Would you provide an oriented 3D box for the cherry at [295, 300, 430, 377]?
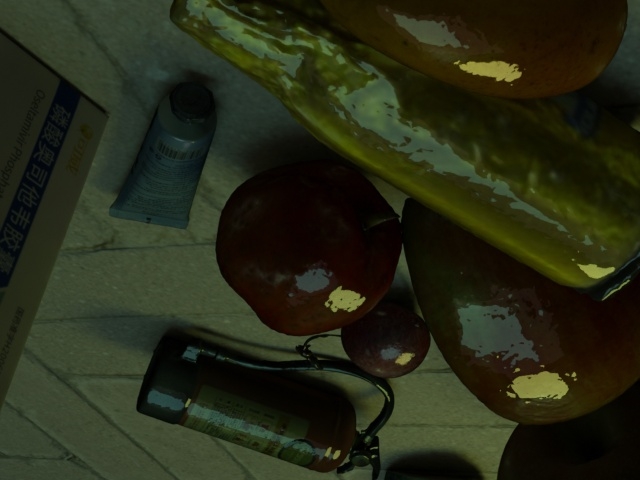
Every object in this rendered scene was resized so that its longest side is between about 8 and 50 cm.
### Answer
[{"bbox_3d":[0.059,0.129,1.417,0.107,0.090,0.225,19,158,-23],"label":"cherry"}]

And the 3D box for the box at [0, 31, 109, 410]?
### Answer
[{"bbox_3d":[-0.329,-0.029,1.051,0.065,0.343,0.200,-15,139,38],"label":"box"}]

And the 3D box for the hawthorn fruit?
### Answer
[{"bbox_3d":[0.000,0.000,1.142,0.179,0.179,0.200,31,146,-28],"label":"hawthorn fruit"}]

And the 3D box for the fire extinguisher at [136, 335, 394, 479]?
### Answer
[{"bbox_3d":[-0.053,0.233,1.589,0.376,0.113,0.200,22,147,-14],"label":"fire extinguisher"}]

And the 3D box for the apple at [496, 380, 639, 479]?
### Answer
[{"bbox_3d":[0.372,0.321,1.400,0.319,0.319,0.277,-12,138,34],"label":"apple"}]

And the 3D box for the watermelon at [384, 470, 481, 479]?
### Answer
[{"bbox_3d":[0.187,0.482,1.842,0.188,0.175,0.322,-3,144,23],"label":"watermelon"}]

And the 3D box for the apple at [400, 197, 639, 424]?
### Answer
[{"bbox_3d":[0.240,0.065,1.209,0.346,0.254,0.179,38,-179,-35],"label":"apple"}]

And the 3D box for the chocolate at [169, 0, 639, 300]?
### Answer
[{"bbox_3d":[0.085,-0.108,0.957,0.445,0.162,0.162,27,146,-19],"label":"chocolate"}]

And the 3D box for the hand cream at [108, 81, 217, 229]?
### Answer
[{"bbox_3d":[-0.160,-0.078,1.195,0.091,0.058,0.271,8,154,-14],"label":"hand cream"}]

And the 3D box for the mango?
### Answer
[{"bbox_3d":[0.108,-0.182,0.850,0.252,0.154,0.126,9,143,-21],"label":"mango"}]
